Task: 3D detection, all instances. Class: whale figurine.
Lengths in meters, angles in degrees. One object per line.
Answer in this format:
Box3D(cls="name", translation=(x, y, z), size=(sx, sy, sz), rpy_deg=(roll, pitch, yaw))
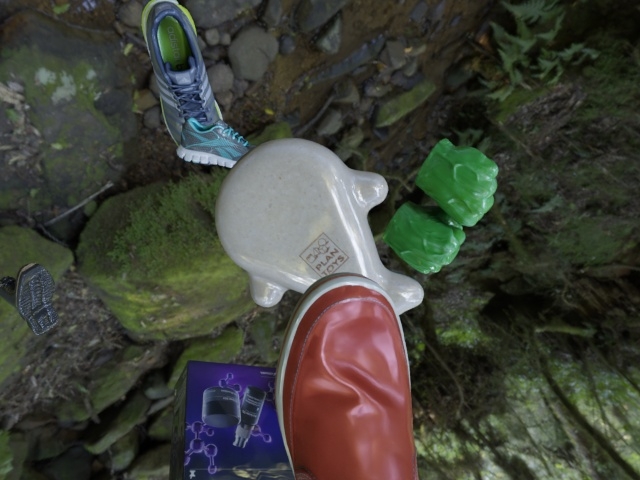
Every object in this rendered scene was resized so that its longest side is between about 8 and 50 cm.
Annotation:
Box3D(cls="whale figurine", translation=(0.000, 0.000, 0.605), size=(0.216, 0.272, 0.141), rpy_deg=(-46, -178, 7))

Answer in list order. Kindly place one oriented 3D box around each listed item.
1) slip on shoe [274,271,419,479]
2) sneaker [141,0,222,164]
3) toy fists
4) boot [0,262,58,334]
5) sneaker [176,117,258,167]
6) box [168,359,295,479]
Box3D(cls="slip on shoe", translation=(0.033, 0.190, 0.377), size=(0.123, 0.331, 0.101), rpy_deg=(0, 179, -22))
Box3D(cls="sneaker", translation=(-0.246, -0.273, 0.868), size=(0.111, 0.121, 0.300), rpy_deg=(-19, 116, -7))
Box3D(cls="toy fists", translation=(0.239, -0.055, 0.944), size=(0.096, 0.142, 0.279), rpy_deg=(-22, 147, -47))
Box3D(cls="boot", translation=(-0.611, 0.094, 0.979), size=(0.077, 0.137, 0.198), rpy_deg=(-40, 159, -47))
Box3D(cls="sneaker", translation=(-0.163, -0.169, 0.831), size=(0.065, 0.167, 0.076), rpy_deg=(-92, -171, -62))
Box3D(cls="box", translation=(-0.092, 0.301, 0.760), size=(0.261, 0.184, 0.103), rpy_deg=(12, 136, -24))
